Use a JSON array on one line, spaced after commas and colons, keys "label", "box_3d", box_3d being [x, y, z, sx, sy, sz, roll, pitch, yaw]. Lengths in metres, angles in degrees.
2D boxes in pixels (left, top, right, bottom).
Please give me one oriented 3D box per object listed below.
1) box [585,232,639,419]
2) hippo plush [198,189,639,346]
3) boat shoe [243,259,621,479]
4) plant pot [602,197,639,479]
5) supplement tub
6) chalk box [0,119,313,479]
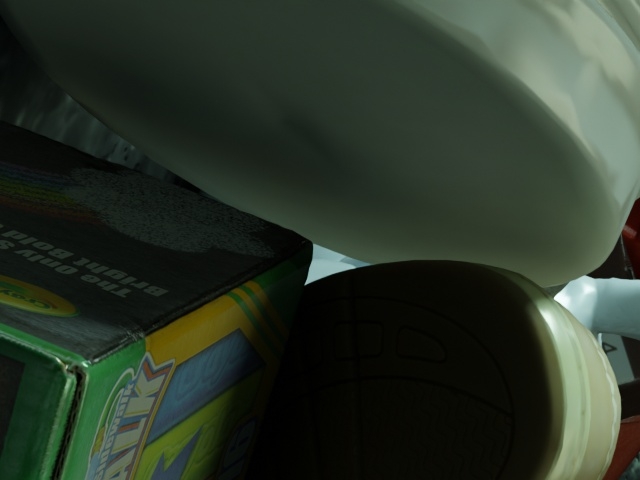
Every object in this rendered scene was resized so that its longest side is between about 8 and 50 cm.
[{"label": "box", "box_3d": [0.083, 0.030, 0.947, 0.203, 0.167, 0.168, 49, 25, -75]}, {"label": "hippo plush", "box_3d": [0.000, 0.000, 0.719, 0.294, 0.234, 0.236, -51, -147, 41]}, {"label": "boat shoe", "box_3d": [0.009, 0.094, 0.559, 0.302, 0.098, 0.109, -43, -134, 49]}, {"label": "plant pot", "box_3d": [0.138, 0.085, 1.232, 0.272, 0.272, 0.265, -52, 167, -50]}, {"label": "supplement tub", "box_3d": [0.056, -0.167, 0.525, 0.228, 0.228, 0.316, 78, 35, -67]}, {"label": "chalk box", "box_3d": [-0.108, 0.054, 0.432, 0.213, 0.132, 0.132, -27, 136, -69]}]
